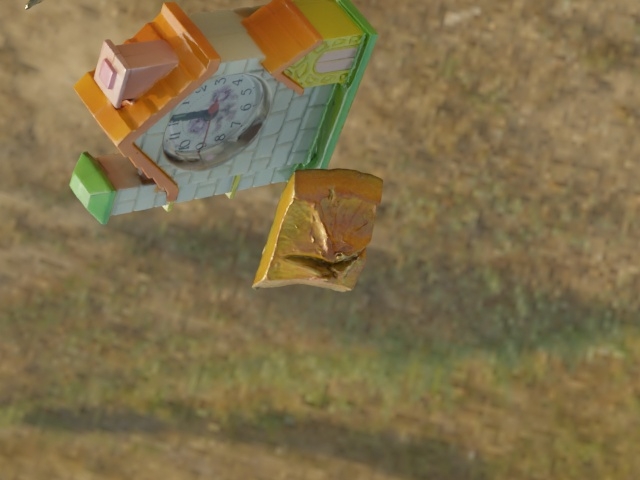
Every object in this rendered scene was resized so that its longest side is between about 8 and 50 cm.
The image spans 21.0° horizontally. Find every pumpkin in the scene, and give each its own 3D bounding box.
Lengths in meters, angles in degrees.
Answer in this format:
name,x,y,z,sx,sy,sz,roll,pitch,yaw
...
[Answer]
name,x,y,z,sx,sy,sz,roll,pitch,yaw
pumpkin,-0.001,-0.001,1.209,0.073,0.035,0.101,10,112,-12

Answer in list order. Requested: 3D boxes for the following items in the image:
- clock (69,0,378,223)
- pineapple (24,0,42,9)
name,x,y,z,sx,sy,sz,roll,pitch,yaw
clock,-0.102,-0.126,1.645,0.255,0.106,0.219,-14,140,-35
pineapple,-0.136,-0.299,1.173,0.140,0.249,0.164,1,167,-12
